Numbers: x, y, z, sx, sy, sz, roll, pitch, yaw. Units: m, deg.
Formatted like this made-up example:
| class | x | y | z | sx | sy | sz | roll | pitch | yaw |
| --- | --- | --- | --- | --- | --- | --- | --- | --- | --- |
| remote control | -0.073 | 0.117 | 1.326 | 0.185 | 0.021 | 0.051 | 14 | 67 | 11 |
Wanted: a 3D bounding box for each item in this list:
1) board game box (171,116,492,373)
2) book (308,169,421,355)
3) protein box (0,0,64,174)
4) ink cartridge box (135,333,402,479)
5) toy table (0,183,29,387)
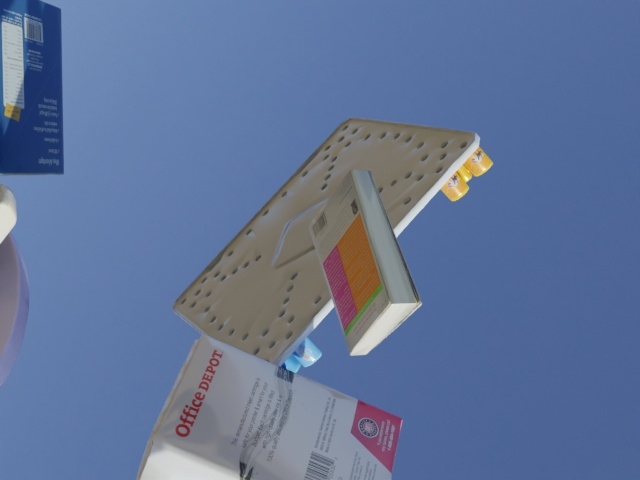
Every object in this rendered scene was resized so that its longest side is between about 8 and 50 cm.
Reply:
| class | x | y | z | sx | sy | sz | roll | pitch | yaw |
| --- | --- | --- | --- | --- | --- | --- | --- | --- | --- |
| board game box | 0.000 | 0.000 | 1.457 | 0.390 | 0.050 | 0.390 | -48 | -157 | -9 |
| book | 0.034 | 0.021 | 1.019 | 0.096 | 0.035 | 0.144 | -51 | -133 | 46 |
| protein box | -0.388 | -0.173 | 1.239 | 0.136 | 0.200 | 0.201 | 1 | -86 | 8 |
| ink cartridge box | -0.051 | 0.221 | 1.125 | 0.172 | 0.237 | 0.100 | -71 | -176 | -56 |
| toy table | -0.394 | 0.030 | 1.060 | 0.252 | 0.161 | 0.274 | -23 | -126 | -6 |
